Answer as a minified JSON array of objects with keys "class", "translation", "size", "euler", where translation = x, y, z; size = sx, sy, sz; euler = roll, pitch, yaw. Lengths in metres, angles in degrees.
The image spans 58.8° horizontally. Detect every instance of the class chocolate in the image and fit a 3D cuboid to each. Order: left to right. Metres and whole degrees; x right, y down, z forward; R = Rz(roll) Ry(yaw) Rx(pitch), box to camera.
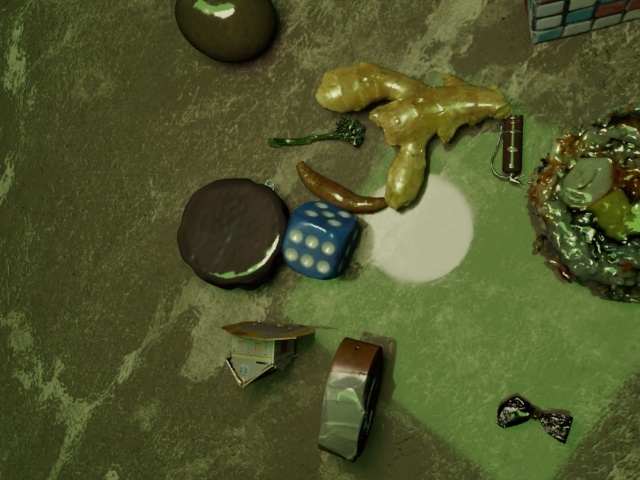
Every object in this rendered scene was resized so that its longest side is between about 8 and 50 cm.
[{"class":"chocolate","translation":[0.452,0.376,1.200],"size":[0.147,0.070,0.072],"euler":[13,61,18]}]

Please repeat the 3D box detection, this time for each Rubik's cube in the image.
[{"class":"Rubik's cube","translation":[0.547,-0.594,1.157],"size":[0.258,0.253,0.257],"euler":[-7,83,15]}]

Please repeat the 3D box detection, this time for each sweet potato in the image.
[{"class":"sweet potato","translation":[0.045,-0.114,1.379],"size":[0.255,0.058,0.078],"euler":[24,73,14]}]

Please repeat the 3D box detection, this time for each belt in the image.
[{"class":"belt","translation":[0.069,0.352,1.260],"size":[0.105,0.184,0.262],"euler":[14,89,18]}]

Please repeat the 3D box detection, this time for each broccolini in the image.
[{"class":"broccolini","translation":[-0.015,-0.261,1.414],"size":[0.254,0.058,0.071],"euler":[-3,40,15]}]

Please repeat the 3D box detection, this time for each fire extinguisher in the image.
[{"class":"fire extinguisher","translation":[0.422,-0.201,1.272],"size":[0.078,0.045,0.157],"euler":[1,86,28]}]

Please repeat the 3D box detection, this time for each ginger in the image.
[{"class":"ginger","translation":[0.212,-0.309,1.312],"size":[0.348,0.122,0.363],"euler":[-35,78,6]}]

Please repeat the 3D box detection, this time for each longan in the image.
[{"class":"longan","translation":[-0.235,-0.555,1.407],"size":[0.248,0.248,0.249],"euler":[-2,84,18]}]

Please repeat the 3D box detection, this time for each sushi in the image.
[{"class":"sushi","translation":[0.618,-0.075,1.125],"size":[0.417,0.176,0.418],"euler":[-2,84,18]}]

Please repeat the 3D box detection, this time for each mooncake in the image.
[{"class":"mooncake","translation":[-0.203,-0.013,1.405],"size":[0.282,0.141,0.283],"euler":[-2,78,11]}]

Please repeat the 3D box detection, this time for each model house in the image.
[{"class":"model house","translation":[-0.132,0.271,1.320],"size":[0.207,0.219,0.136],"euler":[4,92,19]}]

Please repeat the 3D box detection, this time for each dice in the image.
[{"class":"dice","translation":[0.000,0.000,1.320],"size":[0.143,0.146,0.147],"euler":[21,118,15]}]

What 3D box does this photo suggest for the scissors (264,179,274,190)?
[{"class":"scissors","translation":[-0.158,-0.137,1.471],"size":[0.083,0.006,0.036],"euler":[-5,82,18]}]
